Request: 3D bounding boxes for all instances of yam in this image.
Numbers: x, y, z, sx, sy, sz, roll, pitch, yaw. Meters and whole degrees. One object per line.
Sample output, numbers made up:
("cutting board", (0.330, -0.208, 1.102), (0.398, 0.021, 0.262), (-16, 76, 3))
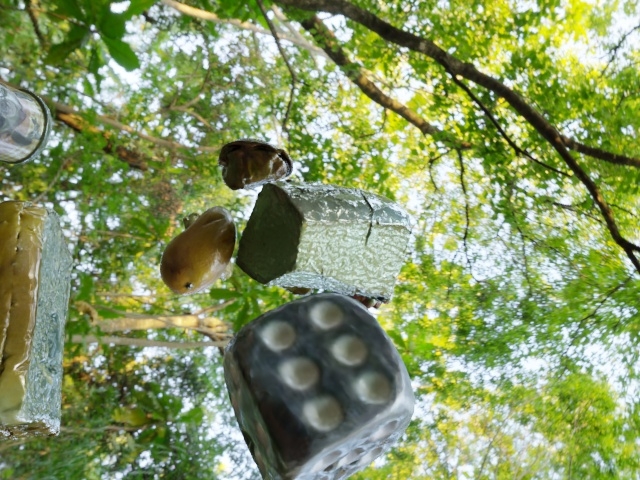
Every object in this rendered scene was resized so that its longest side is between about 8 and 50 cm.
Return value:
("yam", (-0.002, -0.004, 0.894), (0.201, 0.271, 0.202), (33, -68, 43))

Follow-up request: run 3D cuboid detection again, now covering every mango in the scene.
("mango", (-0.198, 0.018, 0.852), (0.115, 0.089, 0.165), (29, -111, 40))

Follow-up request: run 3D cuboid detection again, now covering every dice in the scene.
("dice", (-0.008, 0.186, 0.618), (0.182, 0.182, 0.183), (53, -30, 33))

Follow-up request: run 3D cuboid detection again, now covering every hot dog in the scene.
("hot dog", (-0.297, 0.019, 1.372), (0.068, 0.289, 0.083), (-34, -119, -12))

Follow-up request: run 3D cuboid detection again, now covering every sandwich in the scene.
("sandwich", (-0.412, 0.110, 0.700), (0.271, 0.099, 0.300), (133, -44, -59))

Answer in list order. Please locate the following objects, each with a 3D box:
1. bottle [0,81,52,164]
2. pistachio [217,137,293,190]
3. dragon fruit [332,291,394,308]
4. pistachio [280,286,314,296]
("bottle", (-0.555, -0.198, 0.762), (0.156, 0.271, 0.143), (44, -83, 14))
("pistachio", (-0.160, -0.184, 1.227), (0.210, 0.165, 0.130), (-4, -111, 28))
("dragon fruit", (0.117, 0.120, 1.488), (0.218, 0.198, 0.272), (36, -50, 13))
("pistachio", (-0.079, 0.055, 1.029), (0.090, 0.173, 0.049), (-25, -143, 27))
